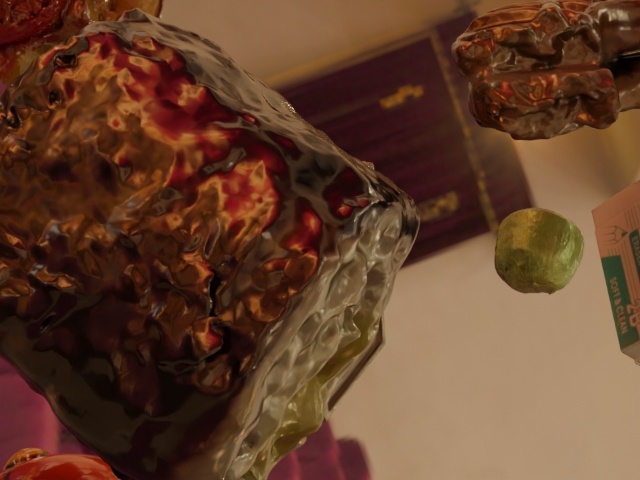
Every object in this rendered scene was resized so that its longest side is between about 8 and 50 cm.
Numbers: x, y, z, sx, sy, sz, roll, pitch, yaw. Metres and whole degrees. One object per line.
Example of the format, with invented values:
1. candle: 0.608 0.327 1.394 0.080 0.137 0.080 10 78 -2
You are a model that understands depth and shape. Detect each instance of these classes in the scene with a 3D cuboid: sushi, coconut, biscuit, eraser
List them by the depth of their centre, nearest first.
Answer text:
1. sushi: -0.104 0.012 1.002 0.294 0.299 0.281 37 -18 16
2. biscuit: 0.312 -0.161 1.202 0.268 0.366 0.115 -42 130 -66
3. coconut: 0.215 0.008 1.365 0.088 0.088 0.096 68 36 -47
4. eraser: 0.394 0.035 1.676 0.052 0.095 0.225 30 40 -32

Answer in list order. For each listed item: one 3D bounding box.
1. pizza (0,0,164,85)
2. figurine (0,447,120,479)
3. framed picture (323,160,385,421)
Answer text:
1. pizza: -0.365 -0.312 1.485 0.130 0.406 0.440 -100 -157 -65
2. figurine: -0.203 0.297 1.287 0.320 0.196 0.323 45 24 26
3. framed picture: 0.022 0.046 1.295 0.150 0.015 0.203 -48 139 -53
